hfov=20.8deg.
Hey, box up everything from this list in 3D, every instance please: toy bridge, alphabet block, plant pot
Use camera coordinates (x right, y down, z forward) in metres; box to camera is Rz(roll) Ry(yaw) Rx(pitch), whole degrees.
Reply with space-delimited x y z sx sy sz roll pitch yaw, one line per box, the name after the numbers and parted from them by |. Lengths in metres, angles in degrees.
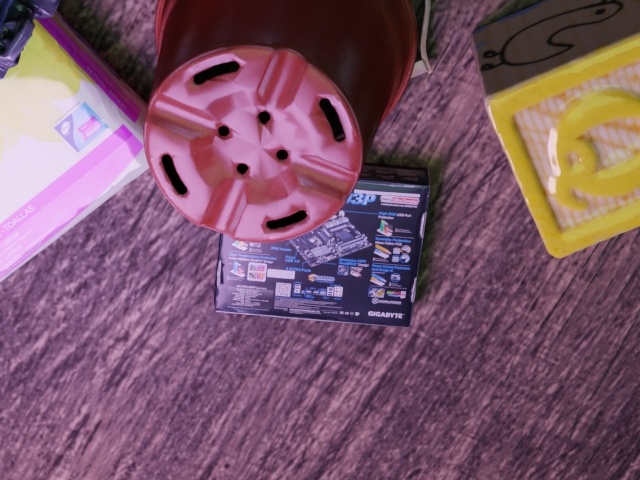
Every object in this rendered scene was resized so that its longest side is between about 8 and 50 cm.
0.078 -0.251 1.776 0.063 0.026 0.188 -22 115 9 | toy bridge
0.272 -0.130 1.744 0.192 0.197 0.193 -24 114 10 | alphabet block
-0.048 -0.146 1.676 0.272 0.265 0.272 3 119 5 | plant pot

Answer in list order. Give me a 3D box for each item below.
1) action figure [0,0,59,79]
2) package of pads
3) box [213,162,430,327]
-0.176 -0.278 1.626 0.178 0.330 0.341 33 72 -46 | action figure
-0.341 -0.098 1.803 0.296 0.101 0.229 -37 111 15 | package of pads
0.000 0.000 1.884 0.220 0.051 0.175 5 116 -3 | box
